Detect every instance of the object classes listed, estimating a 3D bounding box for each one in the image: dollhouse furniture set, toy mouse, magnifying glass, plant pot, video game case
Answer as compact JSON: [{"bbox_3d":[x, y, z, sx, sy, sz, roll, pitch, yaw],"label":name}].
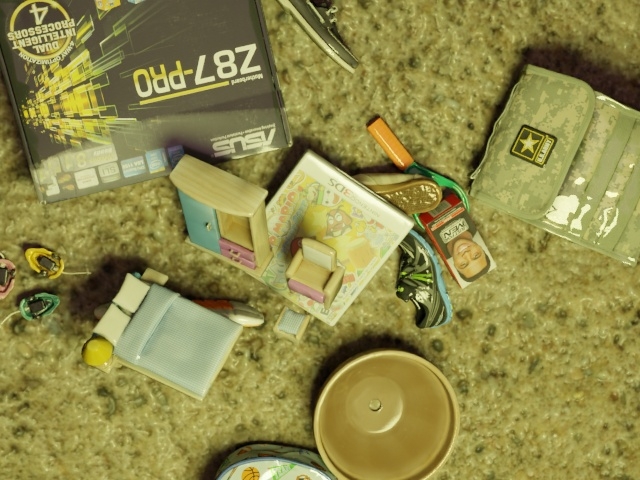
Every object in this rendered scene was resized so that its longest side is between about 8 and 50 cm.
[{"bbox_3d":[-0.160,0.087,1.403,0.287,0.198,0.303,24,65,13],"label":"dollhouse furniture set"},{"bbox_3d":[-0.462,0.073,1.539,0.161,0.031,0.143,28,93,-11],"label":"toy mouse"},{"bbox_3d":[0.156,-0.103,1.611,0.092,0.026,0.231,-40,103,-1],"label":"magnifying glass"},{"bbox_3d":[0.099,0.282,1.610,0.238,0.110,0.237,-1,99,-8],"label":"plant pot"},{"bbox_3d":[0.000,0.000,1.566,0.206,0.026,0.227,33,111,-11],"label":"video game case"}]

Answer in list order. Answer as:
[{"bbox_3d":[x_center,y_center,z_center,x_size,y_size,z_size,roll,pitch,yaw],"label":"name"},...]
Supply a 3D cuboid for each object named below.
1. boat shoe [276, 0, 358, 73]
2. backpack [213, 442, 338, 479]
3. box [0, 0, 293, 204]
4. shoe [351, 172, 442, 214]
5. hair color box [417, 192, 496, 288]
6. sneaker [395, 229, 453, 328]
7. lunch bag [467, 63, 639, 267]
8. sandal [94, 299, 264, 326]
[{"bbox_3d":[-0.004,-0.348,1.528,0.065,0.075,0.206,-43,97,2],"label":"boat shoe"},{"bbox_3d":[-0.079,0.462,1.568,0.277,0.213,0.263,5,86,-6],"label":"backpack"},{"bbox_3d":[-0.268,-0.253,1.491,0.395,0.097,0.318,-13,102,-7],"label":"box"},{"bbox_3d":[0.085,-0.069,1.582,0.219,0.058,0.076,-5,118,9],"label":"shoe"},{"bbox_3d":[0.223,0.002,1.604,0.072,0.043,0.141,-34,118,-1],"label":"hair color box"},{"bbox_3d":[0.155,0.060,1.609,0.078,0.067,0.188,-24,103,-11],"label":"sneaker"},{"bbox_3d":[0.402,-0.124,1.573,0.287,0.169,0.235,23,97,-3],"label":"lunch bag"},{"bbox_3d":[-0.221,0.137,1.556,0.265,0.102,0.076,1,99,0],"label":"sandal"}]
